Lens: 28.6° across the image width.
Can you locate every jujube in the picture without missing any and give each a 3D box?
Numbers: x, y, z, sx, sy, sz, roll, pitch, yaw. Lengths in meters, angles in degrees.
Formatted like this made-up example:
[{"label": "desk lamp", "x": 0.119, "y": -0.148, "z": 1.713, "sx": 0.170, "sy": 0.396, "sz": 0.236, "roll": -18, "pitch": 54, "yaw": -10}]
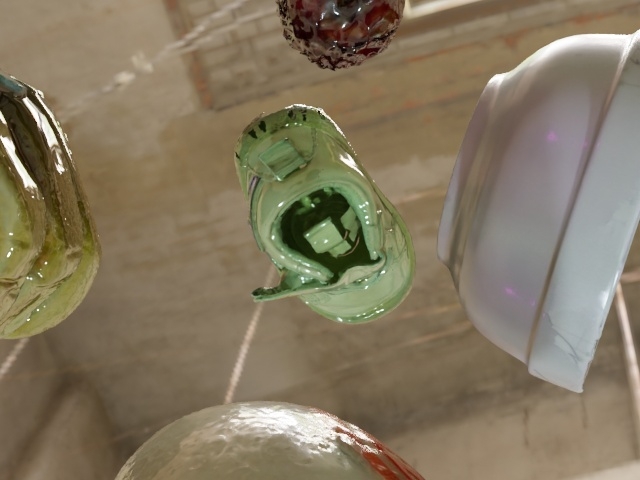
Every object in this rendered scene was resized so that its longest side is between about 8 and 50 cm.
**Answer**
[{"label": "jujube", "x": 0.016, "y": -0.182, "z": 0.981, "sx": 0.104, "sy": 0.104, "sz": 0.166, "roll": -16, "pitch": -169, "yaw": 3}]

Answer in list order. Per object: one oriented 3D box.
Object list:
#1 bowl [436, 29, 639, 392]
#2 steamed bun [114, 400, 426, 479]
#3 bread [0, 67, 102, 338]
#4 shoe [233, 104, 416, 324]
[{"label": "bowl", "x": 0.184, "y": -0.036, "z": 0.992, "sx": 0.144, "sy": 0.287, "sz": 0.287, "roll": 18, "pitch": -147, "yaw": 13}, {"label": "steamed bun", "x": 0.003, "y": 0.210, "z": 0.761, "sx": 0.177, "sy": 0.283, "sz": 0.283, "roll": -41, "pitch": -153, "yaw": -10}, {"label": "bread", "x": -0.324, "y": -0.058, "z": 1.097, "sx": 0.210, "sy": 0.300, "sz": 0.341, "roll": -48, "pitch": 167, "yaw": 4}, {"label": "shoe", "x": -0.002, "y": -0.004, "z": 1.175, "sx": 0.140, "sy": 0.262, "sz": 0.128, "roll": -17, "pitch": -142, "yaw": 14}]
